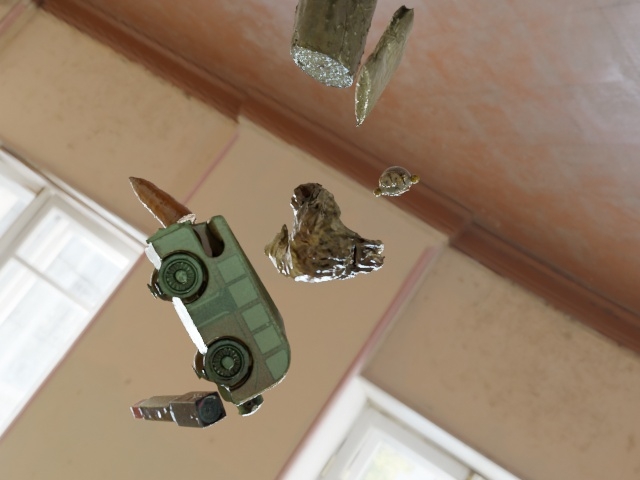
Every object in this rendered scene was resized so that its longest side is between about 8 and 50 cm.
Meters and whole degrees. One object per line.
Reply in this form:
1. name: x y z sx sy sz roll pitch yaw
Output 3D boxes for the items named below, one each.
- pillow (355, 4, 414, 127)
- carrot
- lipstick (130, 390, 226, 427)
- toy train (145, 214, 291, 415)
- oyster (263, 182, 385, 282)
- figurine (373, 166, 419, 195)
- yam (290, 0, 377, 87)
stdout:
1. pillow: 0.122 -0.350 1.613 0.050 0.229 0.148 20 143 17
2. carrot: -0.386 -0.093 1.915 0.205 0.072 0.072 39 167 23
3. lipstick: -0.272 0.305 1.479 0.312 0.051 0.051 -14 99 54
4. toy train: -0.158 0.114 1.286 0.326 0.159 0.129 63 164 -2
5. oyster: -0.007 0.005 1.554 0.275 0.100 0.271 38 139 30
6. figurine: 0.161 -0.132 1.819 0.101 0.143 0.068 -20 88 34
7. yam: 0.030 -0.415 1.439 0.154 0.254 0.154 18 180 0
